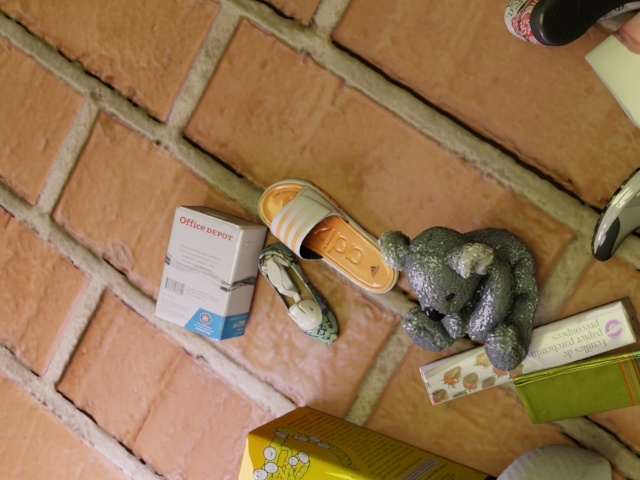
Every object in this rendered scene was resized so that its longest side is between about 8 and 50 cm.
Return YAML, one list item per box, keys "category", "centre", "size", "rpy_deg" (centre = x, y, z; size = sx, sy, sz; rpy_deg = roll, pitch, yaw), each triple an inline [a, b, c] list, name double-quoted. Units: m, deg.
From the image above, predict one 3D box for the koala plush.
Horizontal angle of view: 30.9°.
- category: "koala plush"
  centre: [0.190, 0.048, 1.631]
  size: [0.196, 0.221, 0.203]
  rpy_deg: [10, 75, 40]

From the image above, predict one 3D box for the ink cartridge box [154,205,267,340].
- category: "ink cartridge box"
  centre: [-0.180, 0.051, 1.893]
  size: [0.139, 0.082, 0.191]
  rpy_deg: [19, 101, 28]

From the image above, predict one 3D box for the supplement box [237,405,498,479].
- category: "supplement box"
  centre: [0.064, 0.414, 1.757]
  size: [0.356, 0.195, 0.194]
  rpy_deg: [17, 101, 23]

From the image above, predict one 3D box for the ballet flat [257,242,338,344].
- category: "ballet flat"
  centre: [-0.042, 0.090, 1.849]
  size: [0.070, 0.070, 0.188]
  rpy_deg: [-40, 78, 22]

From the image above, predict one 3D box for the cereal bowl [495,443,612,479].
- category: "cereal bowl"
  centre: [0.272, 0.432, 1.591]
  size: [0.141, 0.339, 0.339]
  rpy_deg: [18, 102, 28]

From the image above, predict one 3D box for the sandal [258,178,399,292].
- category: "sandal"
  centre: [0.005, -0.009, 1.811]
  size: [0.265, 0.076, 0.102]
  rpy_deg: [34, 108, 19]

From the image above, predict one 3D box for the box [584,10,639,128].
- category: "box"
  centre: [0.489, -0.264, 1.531]
  size: [0.232, 0.148, 0.127]
  rpy_deg: [-39, 78, 22]

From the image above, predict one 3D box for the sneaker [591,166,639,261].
- category: "sneaker"
  centre: [0.474, -0.068, 1.584]
  size: [0.108, 0.100, 0.271]
  rpy_deg: [43, 110, 9]

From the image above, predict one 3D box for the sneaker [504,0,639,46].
- category: "sneaker"
  centre: [0.384, -0.351, 1.601]
  size: [0.270, 0.145, 0.090]
  rpy_deg: [-28, 109, -9]

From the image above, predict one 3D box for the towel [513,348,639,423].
- category: "towel"
  centre: [0.402, 0.209, 1.647]
  size: [0.237, 0.021, 0.102]
  rpy_deg: [-15, 123, 21]

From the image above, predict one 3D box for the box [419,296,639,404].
- category: "box"
  centre: [0.304, 0.163, 1.698]
  size: [0.324, 0.067, 0.063]
  rpy_deg: [-22, 86, 25]
